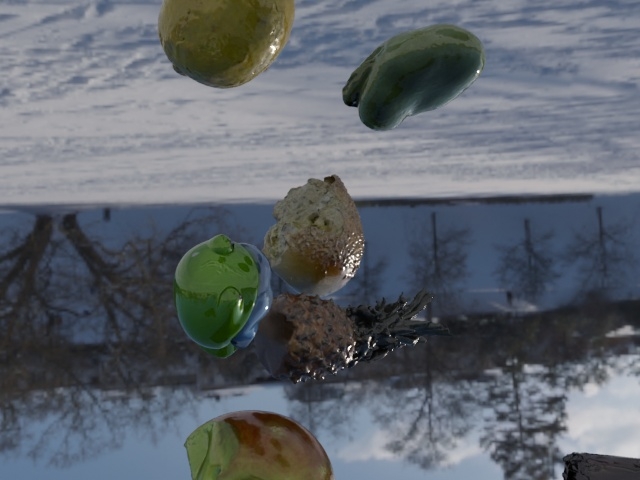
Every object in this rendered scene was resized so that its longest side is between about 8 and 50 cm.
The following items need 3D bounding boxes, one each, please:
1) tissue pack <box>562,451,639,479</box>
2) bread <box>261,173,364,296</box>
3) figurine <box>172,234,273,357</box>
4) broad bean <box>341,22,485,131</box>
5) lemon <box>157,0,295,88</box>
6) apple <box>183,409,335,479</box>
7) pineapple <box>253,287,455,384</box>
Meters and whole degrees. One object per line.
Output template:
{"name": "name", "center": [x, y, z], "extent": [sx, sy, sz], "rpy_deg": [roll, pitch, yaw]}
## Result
{"name": "tissue pack", "center": [0.409, 0.450, 0.987], "extent": [0.210, 0.370, 0.198], "rpy_deg": [-5, 161, 41]}
{"name": "bread", "center": [0.002, 0.005, 1.534], "extent": [0.171, 0.192, 0.314], "rpy_deg": [-27, -165, 17]}
{"name": "figurine", "center": [-0.153, 0.095, 1.198], "extent": [0.143, 0.162, 0.263], "rpy_deg": [0, 154, -15]}
{"name": "broad bean", "center": [0.142, -0.258, 1.232], "extent": [0.228, 0.100, 0.169], "rpy_deg": [-19, 150, 4]}
{"name": "lemon", "center": [-0.187, -0.436, 1.571], "extent": [0.284, 0.260, 0.260], "rpy_deg": [-38, -178, -1]}
{"name": "apple", "center": [-0.101, 0.363, 1.123], "extent": [0.246, 0.246, 0.226], "rpy_deg": [-2, 179, 4]}
{"name": "pineapple", "center": [0.059, 0.161, 1.403], "extent": [0.364, 0.166, 0.165], "rpy_deg": [-1, 180, -38]}
